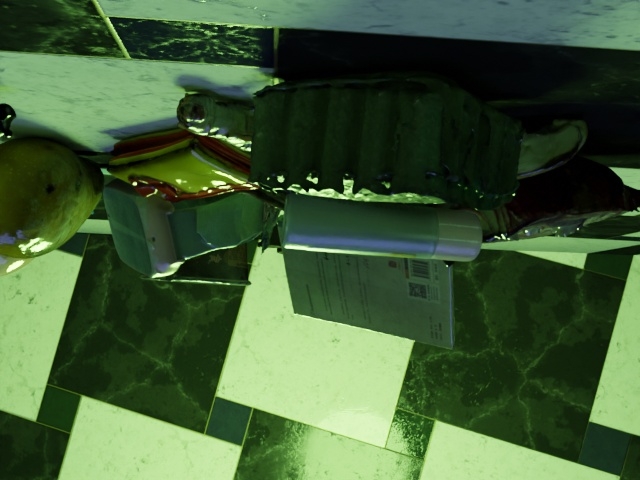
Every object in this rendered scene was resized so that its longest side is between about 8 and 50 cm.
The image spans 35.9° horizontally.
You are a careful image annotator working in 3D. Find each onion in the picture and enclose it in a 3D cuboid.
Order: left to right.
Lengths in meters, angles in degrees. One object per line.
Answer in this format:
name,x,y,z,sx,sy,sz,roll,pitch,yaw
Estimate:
onion,0.309,-0.068,1.403,0.280,0.146,0.314,-10,174,-20

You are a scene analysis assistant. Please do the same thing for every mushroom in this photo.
mushroom,0.235,-0.110,1.224,0.209,0.072,0.094,0,-176,31

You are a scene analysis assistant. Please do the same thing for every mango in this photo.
mango,-0.450,-0.069,1.563,0.176,0.176,0.329,-29,-177,3

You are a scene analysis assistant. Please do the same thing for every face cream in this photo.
face cream,0.061,-0.011,1.008,0.198,0.057,0.084,6,-175,-5

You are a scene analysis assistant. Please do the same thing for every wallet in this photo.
wallet,-0.199,-0.102,1.444,0.141,0.067,0.241,30,159,-34

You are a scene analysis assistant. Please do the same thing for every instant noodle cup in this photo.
instant noodle cup,-0.234,-0.019,1.905,0.217,0.208,0.217,4,176,0

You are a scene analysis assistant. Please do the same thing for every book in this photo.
book,0.072,0.066,1.531,0.282,0.025,0.215,13,135,22

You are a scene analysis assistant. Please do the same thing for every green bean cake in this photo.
green bean cake,0.078,-0.099,1.083,0.241,0.132,0.255,1,177,33

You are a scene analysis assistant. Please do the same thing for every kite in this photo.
kite,-0.073,-0.035,1.664,0.011,0.139,0.157,16,155,21

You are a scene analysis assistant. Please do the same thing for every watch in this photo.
watch,-0.214,-0.052,1.678,0.241,0.162,0.253,-22,-155,-29

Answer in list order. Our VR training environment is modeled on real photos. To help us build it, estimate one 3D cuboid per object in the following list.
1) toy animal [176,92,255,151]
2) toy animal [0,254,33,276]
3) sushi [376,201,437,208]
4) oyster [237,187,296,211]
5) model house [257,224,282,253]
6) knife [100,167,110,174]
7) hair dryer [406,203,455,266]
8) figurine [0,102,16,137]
toy animal,-0.088,-0.141,1.202,0.099,0.057,0.241,9,180,21
toy animal,-0.570,-0.053,1.737,0.213,0.256,0.195,41,136,-8
sushi,0.146,-0.019,1.651,0.236,0.171,0.270,-43,171,18
oyster,-0.035,-0.090,1.519,0.271,0.100,0.275,2,-166,21
model house,0.000,0.000,1.985,0.243,0.211,0.204,5,174,-31
knife,-0.348,-0.121,1.809,0.260,0.035,0.063,5,177,9
hair dryer,0.144,-0.048,1.422,0.050,0.195,0.173,-27,173,7
figurine,-0.454,-0.128,1.158,0.192,0.126,0.147,-13,170,-13
